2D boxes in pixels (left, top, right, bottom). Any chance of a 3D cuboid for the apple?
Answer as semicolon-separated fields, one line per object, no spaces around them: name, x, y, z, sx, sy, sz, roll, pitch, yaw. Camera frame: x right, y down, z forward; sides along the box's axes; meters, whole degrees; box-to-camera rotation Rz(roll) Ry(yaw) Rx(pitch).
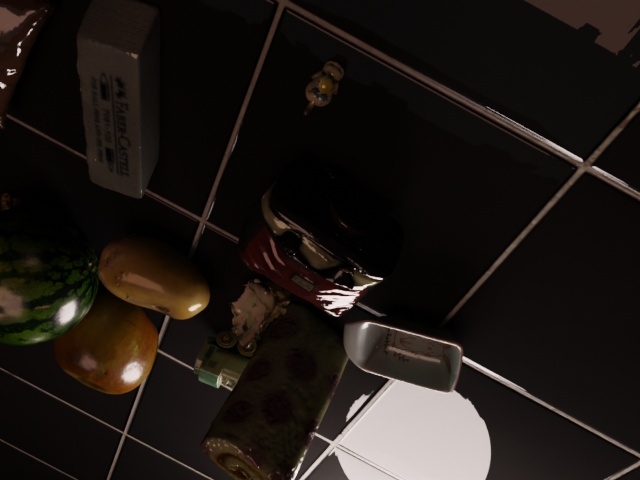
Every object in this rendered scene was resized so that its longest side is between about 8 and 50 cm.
apple;-0.483;0.230;1.588;0.236;0.208;0.237;22;154;12

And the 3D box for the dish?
dish;0.160;0.201;1.347;0.234;0.064;0.154;13;134;12

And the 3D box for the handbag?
handbag;0.000;0.000;1.160;0.254;0.181;0.181;32;137;-9

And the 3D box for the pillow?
pillow;-0.622;-0.371;1.158;0.307;0.108;0.305;36;130;-13

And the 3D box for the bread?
bread;-0.075;0.307;1.360;0.187;0.338;0.155;41;140;-13

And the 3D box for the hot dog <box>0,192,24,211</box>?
hot dog;-0.671;-0.049;1.513;0.056;0.041;0.133;23;135;4

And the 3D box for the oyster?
oyster;-0.122;0.139;1.408;0.071;0.133;0.209;2;135;-30

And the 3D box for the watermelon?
watermelon;-0.597;0.074;1.419;0.284;0.285;0.285;13;134;14

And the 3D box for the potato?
potato;-0.331;0.073;1.404;0.233;0.146;0.150;23;-179;-14

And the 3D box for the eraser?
eraser;-0.337;-0.234;1.172;0.111;0.077;0.353;20;134;7

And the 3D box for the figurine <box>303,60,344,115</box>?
figurine;0.003;-0.227;1.044;0.047;0.051;0.083;27;136;-8

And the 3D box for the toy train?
toy train;-0.176;0.278;1.526;0.193;0.125;0.081;21;139;7
